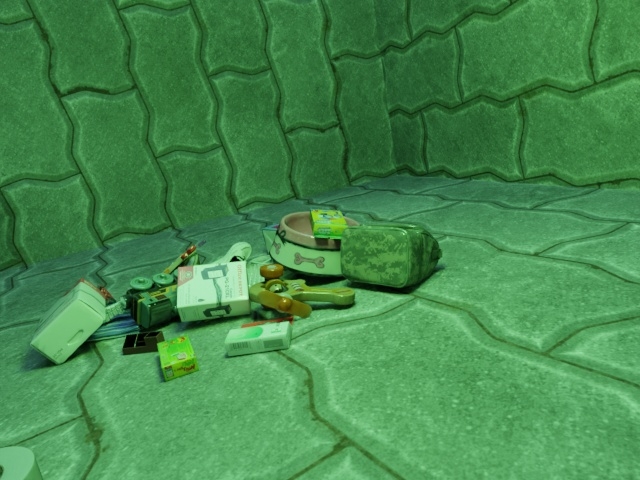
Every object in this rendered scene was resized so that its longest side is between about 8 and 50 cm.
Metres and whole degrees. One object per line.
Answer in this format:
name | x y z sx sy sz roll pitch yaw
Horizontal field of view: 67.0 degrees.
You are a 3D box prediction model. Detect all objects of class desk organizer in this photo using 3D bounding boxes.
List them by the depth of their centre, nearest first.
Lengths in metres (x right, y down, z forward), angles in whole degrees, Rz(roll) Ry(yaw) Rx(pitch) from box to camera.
desk organizer | -0.560 0.322 1.524 0.130 0.050 0.047 -8 14 9

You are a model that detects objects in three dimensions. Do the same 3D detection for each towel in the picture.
towel | -0.735 0.284 1.829 0.243 0.040 0.336 -10 14 4

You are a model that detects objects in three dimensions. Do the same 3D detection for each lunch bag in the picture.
lunch bag | 0.251 0.046 1.744 0.305 0.213 0.256 3 2 40

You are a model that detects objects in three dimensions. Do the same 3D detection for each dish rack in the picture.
dish rack | -0.249 0.148 1.944 0.285 0.072 0.332 3 19 41

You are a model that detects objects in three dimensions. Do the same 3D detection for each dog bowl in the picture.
dog bowl | 0.000 0.000 1.964 0.407 0.151 0.408 6 21 -2

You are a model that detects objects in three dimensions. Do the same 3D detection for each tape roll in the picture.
tape roll | -0.643 0.486 0.901 0.219 0.072 0.219 -10 15 3

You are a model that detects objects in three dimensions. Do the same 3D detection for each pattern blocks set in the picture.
pattern blocks set | -0.640 0.102 2.170 0.325 0.026 0.285 -40 5 12

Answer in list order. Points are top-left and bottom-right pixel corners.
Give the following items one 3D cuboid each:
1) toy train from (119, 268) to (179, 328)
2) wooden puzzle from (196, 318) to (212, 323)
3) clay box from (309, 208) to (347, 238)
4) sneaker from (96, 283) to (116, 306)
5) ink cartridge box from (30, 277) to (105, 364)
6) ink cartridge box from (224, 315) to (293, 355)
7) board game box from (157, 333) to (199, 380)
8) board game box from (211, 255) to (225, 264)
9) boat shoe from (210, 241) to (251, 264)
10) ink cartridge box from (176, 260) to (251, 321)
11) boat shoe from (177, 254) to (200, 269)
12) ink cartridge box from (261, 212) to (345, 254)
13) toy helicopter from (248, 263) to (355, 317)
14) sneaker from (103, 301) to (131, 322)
toy train | -0.550 0.207 1.770 0.190 0.142 0.333 30 29 35
wooden puzzle | -0.381 0.268 1.692 0.116 0.014 0.078 -16 11 -22
clay box | 0.029 -0.065 1.854 0.127 0.053 0.222 3 19 -8
sneaker | -0.912 0.252 1.940 0.125 0.104 0.262 -41 4 -11
ink cartridge box | -0.852 0.266 1.654 0.207 0.117 0.283 -47 24 -10
ink cartridge box | -0.177 0.268 1.466 0.180 0.056 0.225 -9 16 3
board game box | -0.413 0.333 1.391 0.092 0.043 0.181 -15 15 -20
board game box | -0.458 0.117 2.294 0.124 0.039 0.259 -9 11 8
boat shoe | -0.342 0.083 1.945 0.088 0.096 0.267 1 20 27
ink cartridge box | -0.366 0.174 1.670 0.237 0.100 0.172 -5 50 -9
boat shoe | -0.585 0.137 2.147 0.103 0.113 0.302 -12 12 -10
ink cartridge box | -0.049 -0.040 2.394 0.395 0.151 0.270 -20 17 -39
toy helicopter | -0.065 0.178 1.589 0.354 0.140 0.235 2 12 9
sneaker | -0.752 0.250 1.804 0.166 0.065 0.076 -17 12 -18
